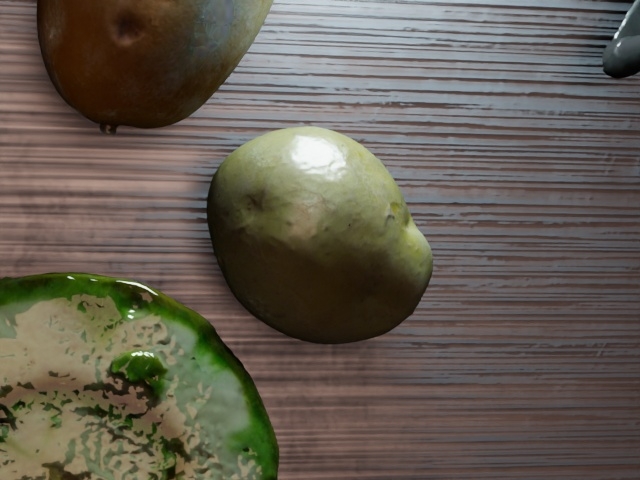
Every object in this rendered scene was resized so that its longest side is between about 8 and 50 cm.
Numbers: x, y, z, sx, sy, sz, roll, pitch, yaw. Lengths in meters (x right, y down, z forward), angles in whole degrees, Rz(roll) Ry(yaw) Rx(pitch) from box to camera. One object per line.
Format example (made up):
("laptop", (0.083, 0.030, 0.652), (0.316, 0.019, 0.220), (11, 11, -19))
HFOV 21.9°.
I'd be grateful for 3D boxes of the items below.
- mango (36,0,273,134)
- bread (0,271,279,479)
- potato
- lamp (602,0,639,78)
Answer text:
("mango", (-0.124, -0.275, 1.467), (0.221, 0.199, 0.384), (19, 99, -51))
("bread", (-0.234, 0.216, 1.487), (0.366, 0.129, 0.382), (21, 86, -13))
("potato", (0.000, 0.000, 1.532), (0.235, 0.160, 0.178), (34, 121, -24))
("lamp", (0.350, -0.381, 1.582), (0.272, 0.205, 0.374), (48, 63, -13))
